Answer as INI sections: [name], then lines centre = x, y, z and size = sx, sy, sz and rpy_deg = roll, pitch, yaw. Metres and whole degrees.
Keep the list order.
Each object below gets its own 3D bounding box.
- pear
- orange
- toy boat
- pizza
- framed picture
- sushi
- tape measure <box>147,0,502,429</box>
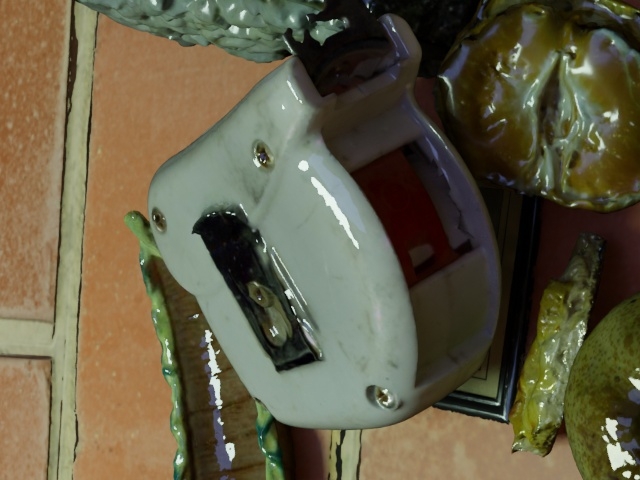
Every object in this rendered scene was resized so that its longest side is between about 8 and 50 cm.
[pear]
centre = 0.226, 0.103, 0.913
size = 0.167, 0.136, 0.167
rpy_deg = -3, 84, 33
[orange]
centre = 0.160, -0.094, 0.999
size = 0.160, 0.112, 0.170
rpy_deg = -26, 81, 17
[toy boat]
centre = -0.084, 0.116, 1.199
size = 0.108, 0.099, 0.293
rpy_deg = -19, 81, 37
[pizza]
centre = 0.153, 0.073, 1.007
size = 0.035, 0.099, 0.160
rpy_deg = 15, 99, 8
[framed picture]
centre = 0.074, 0.024, 1.129
size = 0.195, 0.010, 0.199
rpy_deg = 8, 91, 40
[sushi]
centre = -0.023, -0.221, 1.113
size = 0.350, 0.211, 0.171
rpy_deg = 9, 87, 34
[tape measure]
centre = 0.000, 0.000, 1.034
size = 0.258, 0.130, 0.265
rpy_deg = -31, 87, 55
